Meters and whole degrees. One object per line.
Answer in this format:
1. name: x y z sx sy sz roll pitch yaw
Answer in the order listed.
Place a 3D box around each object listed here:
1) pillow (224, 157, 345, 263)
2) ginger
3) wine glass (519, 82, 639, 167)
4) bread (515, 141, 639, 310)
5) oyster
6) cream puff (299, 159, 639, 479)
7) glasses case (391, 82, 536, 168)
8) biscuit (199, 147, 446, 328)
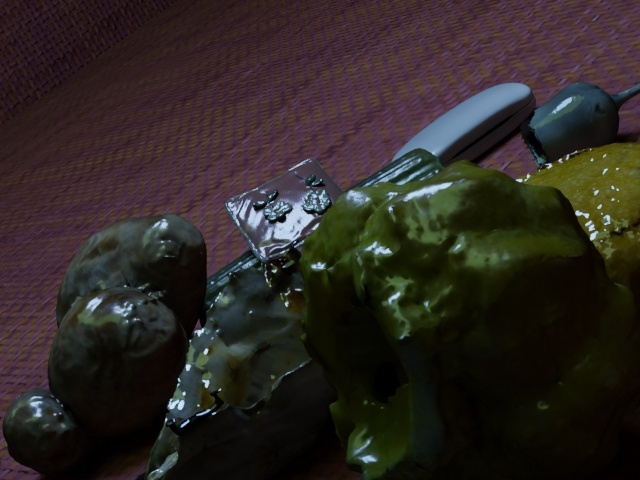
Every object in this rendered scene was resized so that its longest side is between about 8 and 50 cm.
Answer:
1. pillow: -0.005 0.001 1.509 0.126 0.043 0.232 -31 44 -7
2. ginger: -0.215 0.103 1.463 0.244 0.155 0.304 -38 18 32
3. wine glass: 0.306 -0.143 1.488 0.195 0.079 0.079 -29 20 -3
4. bread: 0.220 0.013 1.132 0.240 0.139 0.240 -25 20 10
5. oyster: -0.052 0.136 1.211 0.198 0.133 0.337 -3 35 47
6. cream puff: 0.084 0.084 0.979 0.282 0.282 0.185 -8 33 44
7. glasses case: 0.169 -0.126 1.667 0.197 0.049 0.076 -35 26 -20
8. biscuit: 0.000 0.000 1.566 0.322 0.038 0.099 -31 40 -3
